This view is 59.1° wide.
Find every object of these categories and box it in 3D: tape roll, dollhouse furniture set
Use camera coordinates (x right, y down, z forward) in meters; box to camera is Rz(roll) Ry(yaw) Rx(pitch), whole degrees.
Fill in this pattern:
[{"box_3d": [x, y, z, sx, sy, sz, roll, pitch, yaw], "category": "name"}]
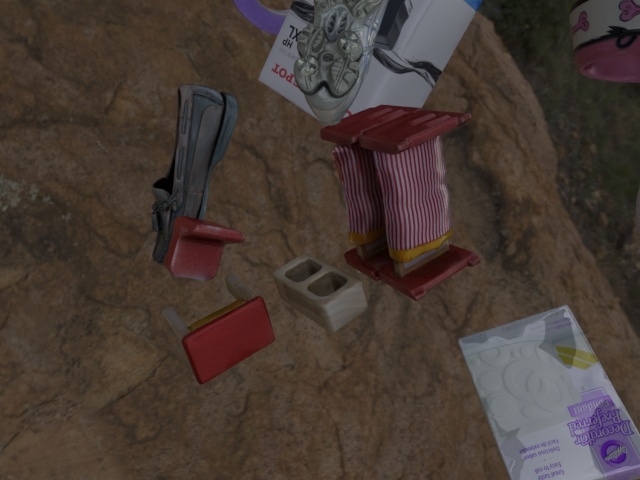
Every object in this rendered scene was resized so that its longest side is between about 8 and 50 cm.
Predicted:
[{"box_3d": [-0.085, -0.621, 1.301, 0.274, 0.275, 0.090, 18, 21, -24], "category": "tape roll"}, {"box_3d": [0.000, 0.000, 0.650, 0.374, 0.152, 0.201, -29, 121, -26], "category": "dollhouse furniture set"}]

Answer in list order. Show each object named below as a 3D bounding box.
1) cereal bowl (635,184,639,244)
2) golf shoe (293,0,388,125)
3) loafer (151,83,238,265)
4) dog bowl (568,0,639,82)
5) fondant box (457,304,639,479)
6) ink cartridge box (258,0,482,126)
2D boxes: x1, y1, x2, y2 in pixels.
[{"box_3d": [0.507, -0.057, 0.600, 0.141, 0.339, 0.339, 30, 54, -35], "category": "cereal bowl"}, {"box_3d": [0.022, -0.184, 0.499, 0.069, 0.086, 0.176, 18, 72, 11], "category": "golf shoe"}, {"box_3d": [-0.200, -0.090, 0.796, 0.084, 0.096, 0.268, 14, 105, -35], "category": "loafer"}, {"box_3d": [0.806, -0.485, 1.351, 0.407, 0.408, 0.150, 1, 96, -32], "category": "dog bowl"}, {"box_3d": [0.439, 0.315, 1.099, 0.096, 0.238, 0.330, 61, 11, -50], "category": "fondant box"}, {"box_3d": [0.097, -0.403, 1.061, 0.285, 0.395, 0.166, 40, 22, 29], "category": "ink cartridge box"}]
